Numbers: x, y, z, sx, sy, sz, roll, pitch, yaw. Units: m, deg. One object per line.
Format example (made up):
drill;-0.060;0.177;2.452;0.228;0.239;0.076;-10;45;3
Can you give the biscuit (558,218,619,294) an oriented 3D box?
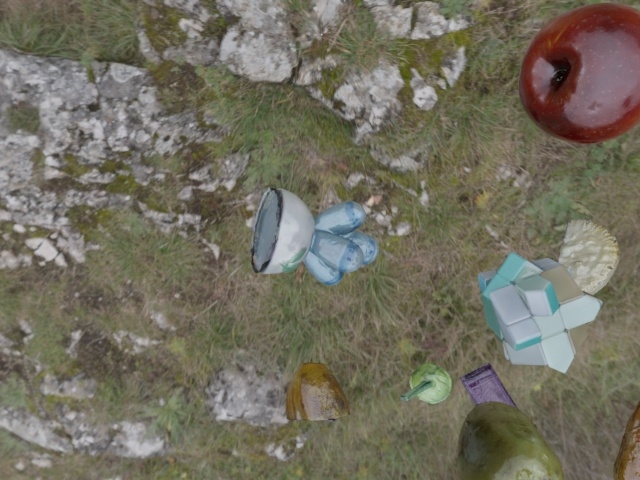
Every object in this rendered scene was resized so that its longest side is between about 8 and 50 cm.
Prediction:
biscuit;0.777;0.046;1.684;0.179;0.281;0.084;-11;139;42

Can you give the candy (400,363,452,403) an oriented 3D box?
candy;0.212;0.311;1.216;0.092;0.335;0.093;-39;70;12

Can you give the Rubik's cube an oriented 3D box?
Rubik's cube;0.480;0.147;1.273;0.224;0.213;0.265;-14;100;2

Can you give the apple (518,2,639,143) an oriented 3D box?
apple;0.436;-0.266;0.932;0.201;0.218;0.218;-6;111;-21

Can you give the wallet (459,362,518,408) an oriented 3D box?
wallet;0.485;0.445;1.656;0.111;0.030;0.166;-21;68;-21

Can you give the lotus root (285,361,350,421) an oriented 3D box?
lotus root;-0.003;0.473;1.812;0.188;0.199;0.180;-17;71;42

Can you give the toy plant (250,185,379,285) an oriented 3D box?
toy plant;0.000;0.000;1.529;0.332;0.247;0.247;12;110;-19

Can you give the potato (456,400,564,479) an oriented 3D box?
potato;0.391;0.465;1.229;0.173;0.307;0.210;27;107;-6

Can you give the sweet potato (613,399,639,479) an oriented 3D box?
sweet potato;0.630;0.355;1.087;0.097;0.097;0.252;29;84;-10
